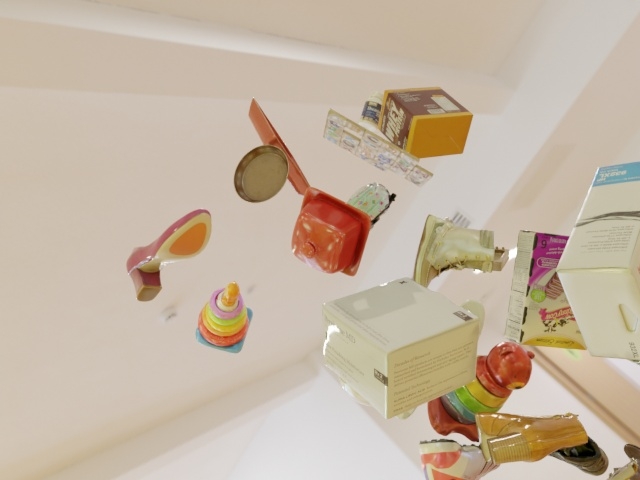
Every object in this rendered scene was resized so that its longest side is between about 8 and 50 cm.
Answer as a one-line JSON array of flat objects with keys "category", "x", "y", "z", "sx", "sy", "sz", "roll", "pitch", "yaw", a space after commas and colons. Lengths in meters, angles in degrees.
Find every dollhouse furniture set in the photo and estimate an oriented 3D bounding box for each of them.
[{"category": "dollhouse furniture set", "x": 0.557, "y": 0.485, "z": 1.252, "sx": 0.151, "sy": 0.059, "sz": 0.076, "roll": -43, "pitch": -24, "yaw": 16}, {"category": "dollhouse furniture set", "x": 0.397, "y": 0.000, "z": 1.681, "sx": 0.144, "sy": 0.151, "sz": 0.123, "roll": -32, "pitch": -56, "yaw": -59}]

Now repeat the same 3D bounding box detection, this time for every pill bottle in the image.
[{"category": "pill bottle", "x": 0.175, "y": -0.433, "z": 2.194, "sx": 0.067, "sy": 0.067, "sz": 0.120, "roll": 43, "pitch": -118, "yaw": -66}]

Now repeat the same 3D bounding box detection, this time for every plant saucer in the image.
[{"category": "plant saucer", "x": -0.153, "y": -0.174, "z": 1.749, "sx": 0.168, "sy": 0.168, "sz": 0.029, "roll": -49, "pitch": -32, "yaw": 4}, {"category": "plant saucer", "x": -0.122, "y": -0.264, "z": 1.934, "sx": 0.047, "sy": 0.258, "sz": 0.259, "roll": -32, "pitch": -49, "yaw": 3}]

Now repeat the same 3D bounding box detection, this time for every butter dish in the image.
[{"category": "butter dish", "x": 0.000, "y": 0.000, "z": 1.307, "sx": 0.118, "sy": 0.160, "sz": 0.160, "roll": -37, "pitch": -31, "yaw": -48}]

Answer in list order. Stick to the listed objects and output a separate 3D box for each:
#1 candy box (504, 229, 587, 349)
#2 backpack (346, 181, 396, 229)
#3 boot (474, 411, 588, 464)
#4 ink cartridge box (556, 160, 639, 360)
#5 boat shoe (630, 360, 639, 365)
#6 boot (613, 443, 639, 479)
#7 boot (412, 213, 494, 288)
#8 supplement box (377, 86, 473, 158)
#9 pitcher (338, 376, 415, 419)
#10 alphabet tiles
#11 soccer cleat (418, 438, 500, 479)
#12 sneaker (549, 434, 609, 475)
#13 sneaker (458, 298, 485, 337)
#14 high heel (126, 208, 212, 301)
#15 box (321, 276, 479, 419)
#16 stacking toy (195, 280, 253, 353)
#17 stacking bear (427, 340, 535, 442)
[{"category": "candy box", "x": 0.484, "y": 0.103, "z": 1.365, "sx": 0.071, "sy": 0.159, "sz": 0.234, "roll": -158, "pitch": 74, "yaw": -77}, {"category": "backpack", "x": 0.142, "y": -0.104, "z": 1.981, "sx": 0.152, "sy": 0.115, "sz": 0.182, "roll": -48, "pitch": 2, "yaw": 15}, {"category": "boot", "x": 0.462, "y": 0.426, "z": 1.450, "sx": 0.211, "sy": 0.104, "sz": 0.295, "roll": -12, "pitch": -5, "yaw": 3}, {"category": "ink cartridge box", "x": 0.564, "y": 0.033, "z": 1.204, "sx": 0.307, "sy": 0.129, "sz": 0.223, "roll": -53, "pitch": -56, "yaw": -36}, {"category": "boat shoe", "x": 0.838, "y": 0.298, "z": 1.701, "sx": 0.076, "sy": 0.226, "sz": 0.083, "roll": -40, "pitch": -37, "yaw": -53}, {"category": "boot", "x": 0.648, "y": 0.475, "z": 1.380, "sx": 0.114, "sy": 0.106, "sz": 0.037, "roll": -3, "pitch": -68, "yaw": -25}, {"category": "boot", "x": 0.288, "y": 0.050, "z": 1.416, "sx": 0.077, "sy": 0.165, "sz": 0.213, "roll": 92, "pitch": -166, "yaw": -58}, {"category": "supplement box", "x": 0.301, "y": -0.347, "z": 1.916, "sx": 0.191, "sy": 0.194, "sz": 0.129, "roll": -9, "pitch": -51, "yaw": -22}, {"category": "pitcher", "x": 0.123, "y": 0.335, "z": 1.600, "sx": 0.207, "sy": 0.177, "sz": 0.125, "roll": 39, "pitch": -94, "yaw": -37}, {"category": "alphabet tiles", "x": 0.113, "y": -0.178, "z": 1.329, "sx": 0.009, "sy": 0.237, "sz": 0.198, "roll": -60, "pitch": -1, "yaw": -7}, {"category": "soccer cleat", "x": 0.350, "y": 0.562, "z": 1.621, "sx": 0.108, "sy": 0.117, "sz": 0.318, "roll": -19, "pitch": -30, "yaw": 37}, {"category": "sneaker", "x": 0.537, "y": 0.456, "z": 1.509, "sx": 0.087, "sy": 0.227, "sz": 0.130, "roll": -56, "pitch": -43, "yaw": -18}, {"category": "sneaker", "x": 0.411, "y": 0.253, "z": 1.862, "sx": 0.151, "sy": 0.094, "sz": 0.256, "roll": -37, "pitch": -35, "yaw": -56}, {"category": "high heel", "x": -0.272, "y": -0.003, "z": 1.163, "sx": 0.082, "sy": 0.117, "sz": 0.244, "roll": 8, "pitch": -43, "yaw": -36}, {"category": "box", "x": 0.123, "y": 0.160, "z": 1.034, "sx": 0.181, "sy": 0.181, "sz": 0.119, "roll": -15, "pitch": -65, "yaw": -28}, {"category": "stacking toy", "x": -0.290, "y": 0.211, "z": 2.030, "sx": 0.302, "sy": 0.165, "sz": 0.175, "roll": 112, "pitch": 174, "yaw": -57}, {"category": "stacking bear", "x": 0.420, "y": 0.366, "z": 1.667, "sx": 0.175, "sy": 0.164, "sz": 0.289, "roll": 18, "pitch": -49, "yaw": -24}]
